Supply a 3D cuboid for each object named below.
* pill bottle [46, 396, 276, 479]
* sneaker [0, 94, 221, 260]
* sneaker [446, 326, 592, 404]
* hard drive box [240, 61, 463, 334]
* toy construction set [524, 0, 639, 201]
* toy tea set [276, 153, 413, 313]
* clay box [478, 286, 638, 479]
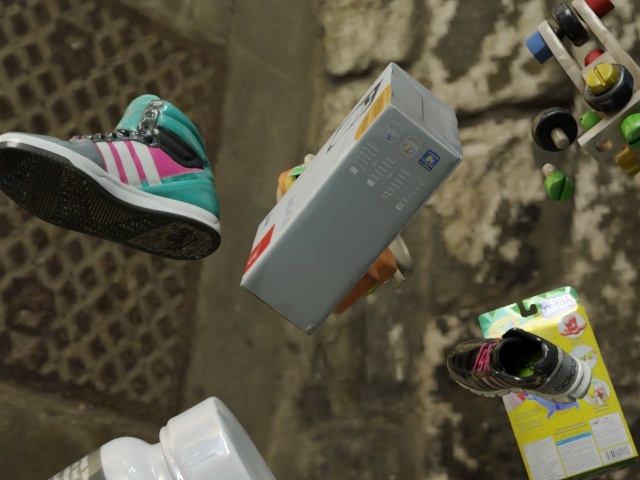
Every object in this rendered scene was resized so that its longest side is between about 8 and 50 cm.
[{"bbox_3d":[-0.162,0.245,1.000,0.161,0.283,0.161,58,-1,1],"label":"pill bottle"},{"bbox_3d":[-0.247,-0.104,1.651,0.296,0.124,0.178,23,46,-29],"label":"sneaker"},{"bbox_3d":[0.186,0.119,1.384,0.075,0.170,0.063,40,68,-36],"label":"sneaker"},{"bbox_3d":[0.032,-0.044,1.373,0.089,0.232,0.181,36,17,-9],"label":"hard drive box"},{"bbox_3d":[0.412,-0.166,1.649,0.237,0.309,0.257,-104,175,-58],"label":"toy construction set"},{"bbox_3d":[0.000,0.000,1.657,0.200,0.124,0.336,59,13,1],"label":"toy tea set"},{"bbox_3d":[0.277,0.175,1.636,0.053,0.127,0.222,58,15,-64],"label":"clay box"}]
